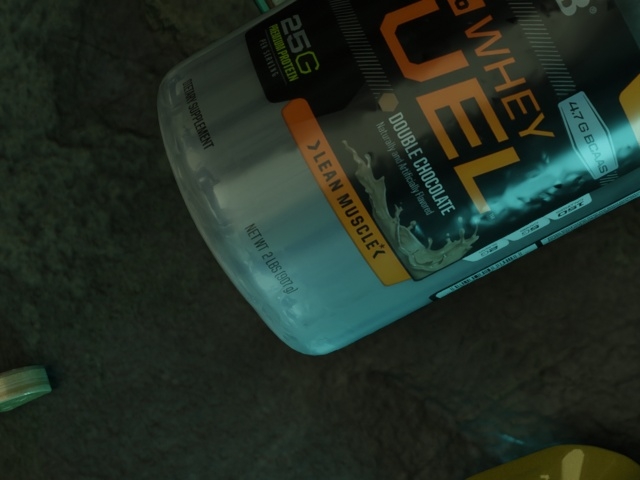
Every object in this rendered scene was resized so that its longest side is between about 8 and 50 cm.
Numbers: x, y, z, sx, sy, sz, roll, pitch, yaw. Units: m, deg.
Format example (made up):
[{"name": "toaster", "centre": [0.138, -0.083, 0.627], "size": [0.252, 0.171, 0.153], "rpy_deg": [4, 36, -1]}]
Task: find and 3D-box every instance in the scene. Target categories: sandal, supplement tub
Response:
[{"name": "sandal", "centre": [-0.318, 0.177, 0.942], "size": [0.240, 0.088, 0.079], "rpy_deg": [-23, 80, 14]}, {"name": "supplement tub", "centre": [0.091, -0.090, 0.703], "size": [0.338, 0.207, 0.207], "rpy_deg": [-29, 84, 10]}]

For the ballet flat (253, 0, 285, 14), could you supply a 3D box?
[{"name": "ballet flat", "centre": [-0.057, -0.241, 0.835], "size": [0.079, 0.077, 0.221], "rpy_deg": [-37, 81, -2]}]

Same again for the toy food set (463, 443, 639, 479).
[{"name": "toy food set", "centre": [0.144, 0.218, 0.791], "size": [0.218, 0.071, 0.128], "rpy_deg": [-26, 64, 30]}]
